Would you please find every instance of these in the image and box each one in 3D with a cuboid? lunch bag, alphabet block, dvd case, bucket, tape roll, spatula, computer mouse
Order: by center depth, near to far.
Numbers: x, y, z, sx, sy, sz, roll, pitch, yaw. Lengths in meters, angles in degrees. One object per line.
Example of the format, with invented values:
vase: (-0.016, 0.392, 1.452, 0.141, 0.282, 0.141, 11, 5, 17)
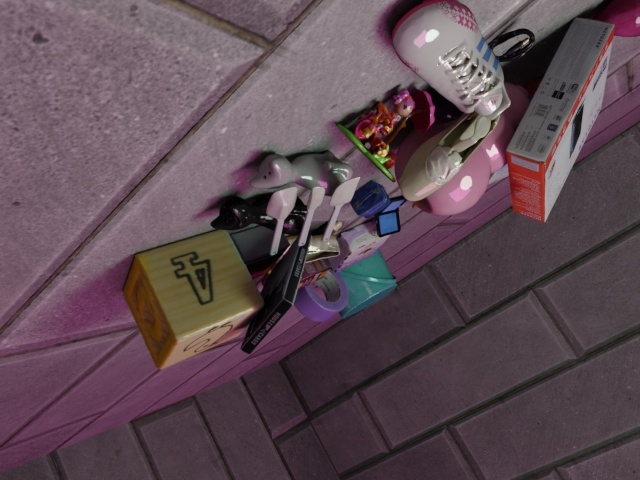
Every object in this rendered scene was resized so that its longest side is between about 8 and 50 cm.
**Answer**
computer mouse: (0.292, -0.306, 1.039, 0.242, 0.071, 0.041, -41, 170, 30)
spatula: (-0.028, -0.043, 1.064, 0.168, 0.019, 0.242, -16, 158, -19)
alphabet block: (-0.263, 0.118, 1.127, 0.197, 0.193, 0.192, -20, 161, -35)
dvd case: (-0.091, 0.106, 1.179, 0.179, 0.029, 0.239, -51, -167, 33)
lunch bag: (0.126, -0.104, 1.396, 0.098, 0.067, 0.065, -36, 165, 18)
tape roll: (-0.006, 0.163, 1.792, 0.189, 0.189, 0.080, -13, 157, -49)
bucket: (0.138, 0.149, 2.038, 0.281, 0.183, 0.281, -29, 167, -7)

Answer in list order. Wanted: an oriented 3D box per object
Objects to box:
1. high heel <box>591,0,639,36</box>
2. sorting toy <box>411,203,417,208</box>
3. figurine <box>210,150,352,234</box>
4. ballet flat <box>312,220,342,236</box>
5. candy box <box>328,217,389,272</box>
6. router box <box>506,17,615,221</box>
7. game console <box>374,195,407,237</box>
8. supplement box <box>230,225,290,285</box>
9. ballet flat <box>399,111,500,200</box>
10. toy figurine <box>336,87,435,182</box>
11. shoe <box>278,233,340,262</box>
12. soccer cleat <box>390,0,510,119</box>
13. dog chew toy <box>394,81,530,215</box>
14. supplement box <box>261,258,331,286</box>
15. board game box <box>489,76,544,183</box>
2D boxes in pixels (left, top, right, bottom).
high heel: (0.727, -0.513, 1.225, 0.181, 0.127, 0.377, -5, -171, 39)
sorting toy: (0.400, -0.187, 1.706, 0.347, 0.047, 0.196, -21, 156, -41)
figurine: (-0.075, -0.088, 1.032, 0.209, 0.092, 0.215, -7, 152, -48)
ballet flat: (0.000, 0.000, 1.533, 0.173, 0.049, 0.057, -39, 164, 30)
candy box: (0.121, 0.014, 1.778, 0.164, 0.070, 0.196, -24, 165, -24)
router box: (0.524, -0.251, 1.213, 0.336, 0.082, 0.301, -61, 151, -8)
game console: (0.224, -0.075, 1.672, 0.122, 0.071, 0.107, -15, 156, -47)
supplement box: (-0.182, 0.056, 1.314, 0.130, 0.073, 0.239, -19, 161, -38)
ballet flat: (0.243, -0.168, 1.012, 0.248, 0.086, 0.086, -47, 170, -15)
toy figurine: (0.134, -0.218, 1.013, 0.159, 0.130, 0.173, -46, 138, 8)
shoe: (-0.048, 0.027, 1.448, 0.218, 0.058, 0.077, -9, 150, -23)
soccer cleat: (0.228, -0.274, 0.871, 0.116, 0.143, 0.331, -38, 162, 27)
dog chew toy: (0.317, -0.208, 1.181, 0.332, 0.206, 0.206, -43, 167, -6)
supplement box: (-0.074, 0.099, 1.656, 0.188, 0.081, 0.104, -24, 164, -25)
board game box: (0.575, -0.306, 1.496, 0.242, 0.064, 0.317, -22, 152, -29)
